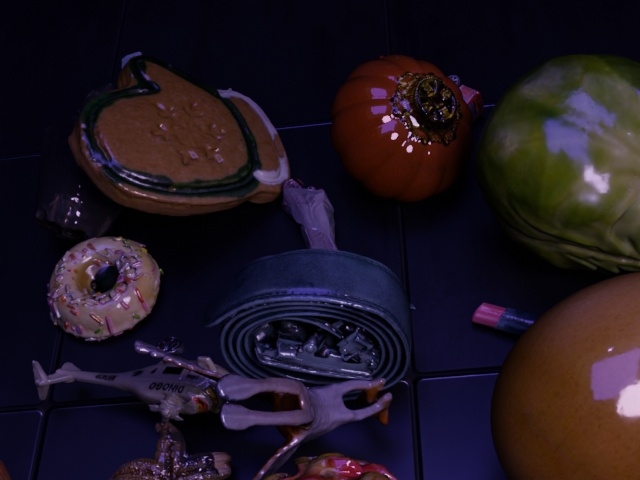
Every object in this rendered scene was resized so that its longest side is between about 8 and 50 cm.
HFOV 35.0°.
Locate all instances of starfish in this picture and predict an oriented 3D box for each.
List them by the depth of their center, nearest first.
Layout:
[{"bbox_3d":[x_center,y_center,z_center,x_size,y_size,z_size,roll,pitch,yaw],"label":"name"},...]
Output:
[{"bbox_3d":[-0.202,0.312,1.241,0.146,0.074,0.190,19,58,17],"label":"starfish"}]

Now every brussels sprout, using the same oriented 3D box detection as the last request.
[{"bbox_3d":[0.384,-0.092,1.324,0.354,0.289,0.281,23,71,12],"label":"brussels sprout"}]

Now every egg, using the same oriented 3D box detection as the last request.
[{"bbox_3d":[0.337,0.170,1.128,0.322,0.250,0.250,-43,55,-12],"label":"egg"}]

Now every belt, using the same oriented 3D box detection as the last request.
[{"bbox_3d":[-0.016,0.111,1.272,0.267,0.206,0.116,4,44,2],"label":"belt"},{"bbox_3d":[0.000,0.000,1.470,0.071,0.053,0.232,-22,50,0],"label":"belt"}]

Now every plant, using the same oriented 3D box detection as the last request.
[{"bbox_3d":[-0.349,-0.124,1.563,0.164,0.142,0.256,-6,57,47],"label":"plant"}]

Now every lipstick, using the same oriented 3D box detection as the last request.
[{"bbox_3d":[0.309,0.123,1.318,0.234,0.053,0.053,13,54,27],"label":"lipstick"}]

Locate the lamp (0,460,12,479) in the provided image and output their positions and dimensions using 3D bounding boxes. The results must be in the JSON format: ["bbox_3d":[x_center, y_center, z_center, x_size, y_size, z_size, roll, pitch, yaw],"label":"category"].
[{"bbox_3d":[-0.445,0.314,1.242,0.136,0.136,0.136,-5,50,6],"label":"lamp"}]

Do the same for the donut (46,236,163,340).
[{"bbox_3d":[-0.317,0.063,1.468,0.174,0.068,0.175,-5,49,6],"label":"donut"}]

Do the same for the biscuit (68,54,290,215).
[{"bbox_3d":[-0.209,-0.165,1.514,0.343,0.057,0.287,-6,59,-39],"label":"biscuit"}]

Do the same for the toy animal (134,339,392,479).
[{"bbox_3d":[-0.035,0.180,1.143,0.302,0.284,0.225,-4,74,-31],"label":"toy animal"}]

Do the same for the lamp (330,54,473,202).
[{"bbox_3d":[0.120,-0.165,1.488,0.223,0.196,0.223,10,67,-23],"label":"lamp"}]

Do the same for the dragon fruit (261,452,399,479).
[{"bbox_3d":[0.010,0.354,1.048,0.269,0.250,0.291,-11,34,-8],"label":"dragon fruit"}]

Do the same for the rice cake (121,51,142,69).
[{"bbox_3d":[-0.302,-0.233,1.727,0.045,0.042,0.245,-20,50,-2],"label":"rice cake"}]

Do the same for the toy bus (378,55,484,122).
[{"bbox_3d":[0.165,-0.234,1.627,0.192,0.065,0.077,28,72,30],"label":"toy bus"}]

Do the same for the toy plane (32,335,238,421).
[{"bbox_3d":[-0.234,0.186,1.318,0.286,0.092,0.108,6,32,19],"label":"toy plane"}]
